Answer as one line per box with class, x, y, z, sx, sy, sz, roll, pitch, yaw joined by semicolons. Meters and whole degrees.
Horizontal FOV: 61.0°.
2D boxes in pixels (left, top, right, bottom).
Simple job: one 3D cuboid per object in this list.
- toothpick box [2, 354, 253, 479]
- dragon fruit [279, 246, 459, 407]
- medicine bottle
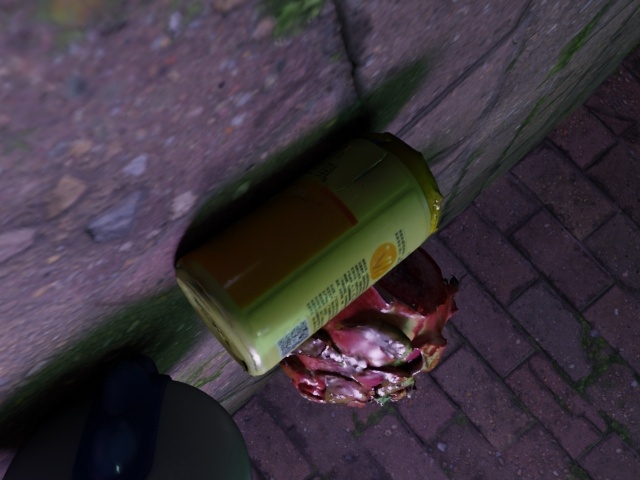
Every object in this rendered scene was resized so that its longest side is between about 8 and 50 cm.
toothpick box;-0.180;0.289;0.564;0.263;0.263;0.355;-34;139;-37
dragon fruit;0.053;0.123;0.843;0.291;0.250;0.269;-57;-179;38
medicine bottle;0.000;0.000;0.474;0.239;0.124;0.124;-38;169;-22
